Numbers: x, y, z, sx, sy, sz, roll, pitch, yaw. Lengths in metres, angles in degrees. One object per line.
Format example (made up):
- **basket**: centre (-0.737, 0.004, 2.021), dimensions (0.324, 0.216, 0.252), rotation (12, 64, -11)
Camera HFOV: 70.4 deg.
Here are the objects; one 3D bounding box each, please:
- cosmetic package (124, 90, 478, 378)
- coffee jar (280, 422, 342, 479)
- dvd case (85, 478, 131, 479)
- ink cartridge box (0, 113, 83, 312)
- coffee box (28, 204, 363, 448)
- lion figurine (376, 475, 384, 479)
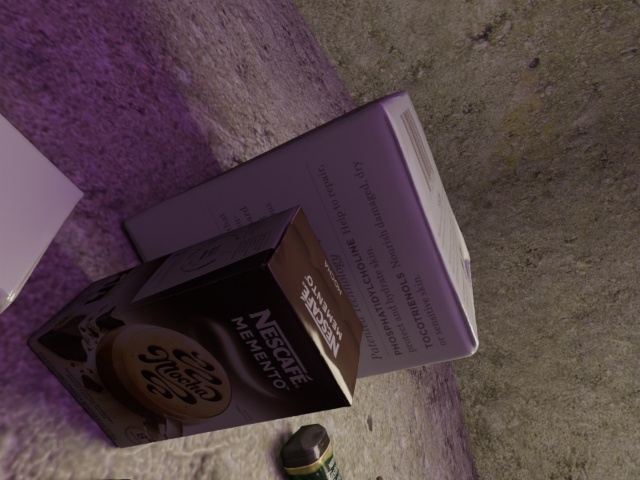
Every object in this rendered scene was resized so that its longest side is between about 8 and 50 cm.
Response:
- **cosmetic package**: centre (0.000, 0.000, 0.724), dimensions (0.328, 0.393, 0.329), rotation (65, 23, -13)
- **coffee jar**: centre (-0.005, 0.426, 0.797), dimensions (0.096, 0.078, 0.185), rotation (-20, 91, -68)
- **dvd case**: centre (-0.264, 0.296, 0.363), dimensions (0.253, 0.022, 0.181), rotation (39, 38, -53)
- **ink cartridge box**: centre (-0.325, -0.058, 0.264), dimensions (0.273, 0.196, 0.114), rotation (56, 26, -35)
- **coffee box**: centre (-0.124, 0.100, 0.481), dimensions (0.168, 0.296, 0.119), rotation (62, 23, -21)
- **lion figurine**: centre (0.114, 0.646, 0.873), dimensions (0.240, 0.142, 0.393), rotation (40, 23, -40)
